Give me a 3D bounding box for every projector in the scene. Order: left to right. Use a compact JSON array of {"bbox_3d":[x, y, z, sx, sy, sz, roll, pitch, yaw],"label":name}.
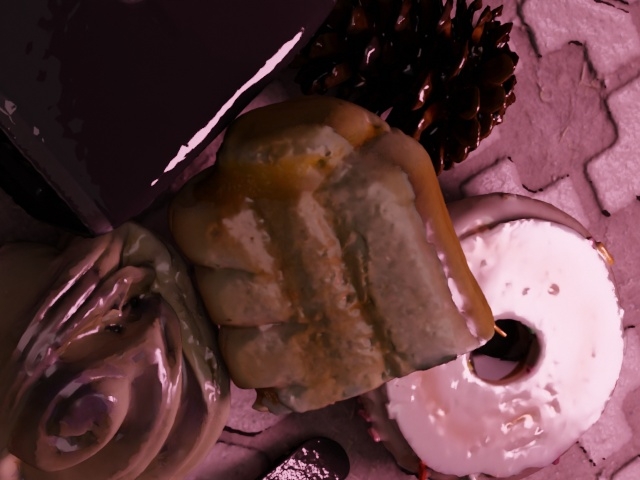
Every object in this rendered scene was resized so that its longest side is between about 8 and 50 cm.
[{"bbox_3d":[-0.251,-0.271,1.716,0.405,0.242,0.395,-48,120,-17],"label":"projector"}]

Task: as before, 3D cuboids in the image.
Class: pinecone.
[{"bbox_3d":[0.087,-0.206,1.904,0.292,0.246,0.246,26,88,-4],"label":"pinecone"}]

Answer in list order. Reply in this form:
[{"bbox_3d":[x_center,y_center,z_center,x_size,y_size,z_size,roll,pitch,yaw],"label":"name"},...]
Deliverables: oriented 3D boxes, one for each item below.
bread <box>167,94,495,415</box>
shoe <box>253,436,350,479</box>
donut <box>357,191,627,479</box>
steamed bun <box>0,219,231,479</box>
[{"bbox_3d":[0.000,0.000,1.809,0.300,0.210,0.341,-24,104,10],"label":"bread"},{"bbox_3d":[-0.042,0.298,2.020,0.179,0.049,0.071,-28,97,-39],"label":"shoe"},{"bbox_3d":[0.200,0.123,2.042,0.383,0.142,0.382,-3,99,-20],"label":"donut"},{"bbox_3d":[-0.262,0.140,1.804,0.339,0.247,0.352,-39,106,-15],"label":"steamed bun"}]
